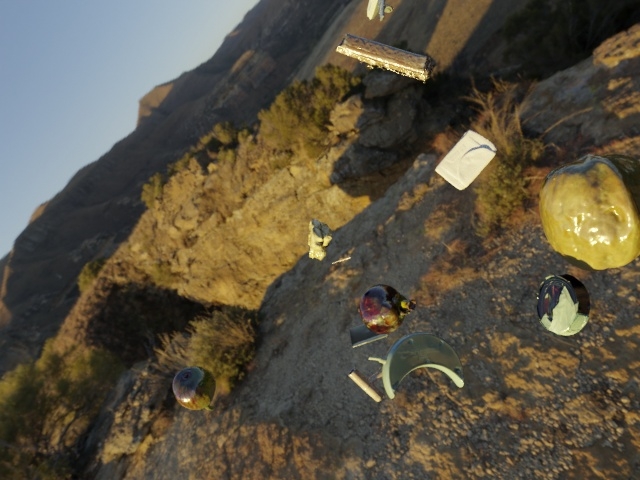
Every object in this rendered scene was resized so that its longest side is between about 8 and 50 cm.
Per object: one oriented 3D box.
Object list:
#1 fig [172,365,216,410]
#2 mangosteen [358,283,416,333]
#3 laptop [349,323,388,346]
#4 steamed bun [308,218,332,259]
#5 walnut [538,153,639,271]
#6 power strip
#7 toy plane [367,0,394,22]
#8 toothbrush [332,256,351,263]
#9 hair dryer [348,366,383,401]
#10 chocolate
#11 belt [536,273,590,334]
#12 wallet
[{"bbox_3d":[-0.411,0.536,1.424,0.149,0.245,0.149,-10,38,8],"label":"fig"},{"bbox_3d":[0.309,0.304,1.852,0.289,0.231,0.231,-13,42,39],"label":"mangosteen"},{"bbox_3d":[0.244,0.476,2.148,0.188,0.015,0.269,-19,6,2],"label":"laptop"},{"bbox_3d":[0.000,0.000,2.024,0.192,0.106,0.177,-103,16,-67],"label":"steamed bun"},{"bbox_3d":[0.635,-0.062,0.954,0.228,0.282,0.283,-13,34,13],"label":"walnut"},{"bbox_3d":[0.216,0.279,0.940,0.044,0.216,0.137,124,142,-71],"label":"power strip"},{"bbox_3d":[0.113,-0.465,0.725,0.226,0.058,0.225,62,-145,-79],"label":"toy plane"},{"bbox_3d":[0.091,0.086,1.795,0.097,0.006,0.008,-20,-3,32],"label":"toothbrush"},{"bbox_3d":[0.275,0.639,2.029,0.220,0.195,0.053,-48,3,-11],"label":"hair dryer"},{"bbox_3d":[0.212,-0.608,1.363,0.065,0.329,0.102,99,-167,-56],"label":"chocolate"},{"bbox_3d":[0.553,0.145,0.943,0.105,0.058,0.139,177,98,-67],"label":"belt"},{"bbox_3d":[0.481,-0.267,1.367,0.183,0.124,0.032,-50,-15,8],"label":"wallet"}]
